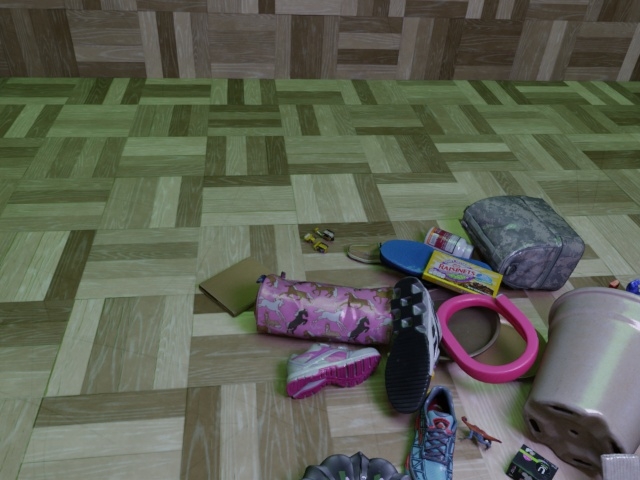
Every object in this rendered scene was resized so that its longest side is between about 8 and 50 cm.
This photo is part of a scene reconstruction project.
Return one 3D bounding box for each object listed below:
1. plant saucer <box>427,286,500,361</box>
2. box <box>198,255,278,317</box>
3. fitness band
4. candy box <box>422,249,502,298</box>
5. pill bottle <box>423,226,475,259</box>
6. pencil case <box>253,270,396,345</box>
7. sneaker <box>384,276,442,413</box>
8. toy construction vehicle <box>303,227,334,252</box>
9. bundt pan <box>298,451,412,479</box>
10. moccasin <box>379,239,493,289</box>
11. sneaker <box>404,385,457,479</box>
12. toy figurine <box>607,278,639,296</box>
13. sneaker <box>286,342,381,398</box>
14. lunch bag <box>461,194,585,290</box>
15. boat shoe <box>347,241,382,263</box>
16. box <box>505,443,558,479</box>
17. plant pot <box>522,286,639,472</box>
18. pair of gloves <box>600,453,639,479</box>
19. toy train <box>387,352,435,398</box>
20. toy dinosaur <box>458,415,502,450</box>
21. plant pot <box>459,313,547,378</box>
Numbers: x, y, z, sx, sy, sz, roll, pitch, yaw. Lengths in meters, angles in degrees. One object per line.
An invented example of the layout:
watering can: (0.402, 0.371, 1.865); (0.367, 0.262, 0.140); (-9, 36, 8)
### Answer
plant saucer: (0.345, 0.230, 1.495); (0.277, 0.041, 0.278); (-7, 34, 5)
box: (-0.231, 0.131, 1.627); (0.164, 0.021, 0.201); (32, 46, 32)
fitness band: (0.414, 0.233, 1.380); (0.208, 0.054, 0.291); (-22, 35, -7)
candy box: (0.401, 0.102, 1.552); (0.205, 0.027, 0.105); (21, 48, 15)
pill bottle: (0.417, 0.020, 1.779); (0.151, 0.086, 0.086); (24, 42, 23)
pencil case: (0.017, 0.184, 1.474); (0.385, 0.167, 0.160); (7, 2, 4)
sneaker: (0.245, 0.265, 1.343); (0.122, 0.146, 0.331); (-12, 54, 36)
toy construction vehicle: (0.000, 0.000, 1.816); (0.098, 0.035, 0.086); (26, 53, 30)
bundt pan: (0.067, 0.544, 1.030); (0.330, 0.124, 0.331); (2, 38, -2)
moccasin: (0.336, 0.103, 1.646); (0.341, 0.117, 0.138); (20, 51, 13)
sneaker: (0.244, 0.428, 1.195); (0.104, 0.125, 0.262); (8, 37, 7)
toy figurine: (0.860, 0.219, 1.380); (0.191, 0.217, 0.363); (-37, 55, -4)
sneaker: (0.026, 0.299, 1.363); (0.252, 0.103, 0.111); (-8, 40, -16)
lunch bag: (0.603, -0.001, 1.699); (0.255, 0.213, 0.305); (5, 36, -18)
boat shoe: (0.180, 0.033, 1.750); (0.189, 0.072, 0.068); (9, 38, 7)
box: (0.456, 0.497, 1.186); (0.083, 0.052, 0.062); (31, 44, 29)
plant pot: (0.623, 0.329, 1.241); (0.333, 0.334, 0.305); (28, 55, 28)
pair of gloves: (0.663, 0.522, 1.064); (0.239, 0.204, 0.042); (4, 5, 6)
toy train: (0.223, 0.344, 1.375); (0.125, 0.046, 0.166); (3, 38, 14)
toy dinosaur: (0.360, 0.432, 1.253); (0.082, 0.090, 0.047); (55, 36, 9)
plant pot: (0.492, 0.285, 1.483); (0.236, 0.033, 0.236); (2, 37, -1)
